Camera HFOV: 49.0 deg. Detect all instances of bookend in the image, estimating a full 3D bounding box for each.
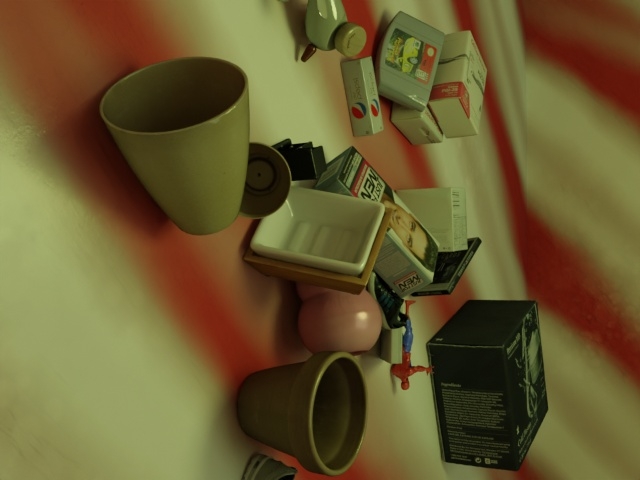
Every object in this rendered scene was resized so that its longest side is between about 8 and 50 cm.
[{"bbox_3d":[-0.045,-0.194,1.650,0.156,0.157,0.072,-37,120,-53],"label":"bookend"}]

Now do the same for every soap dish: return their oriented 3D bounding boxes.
[{"bbox_3d":[0.000,0.000,1.616,0.118,0.290,0.229,82,25,-50],"label":"soap dish"}]

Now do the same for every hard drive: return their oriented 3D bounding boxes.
[{"bbox_3d":[0.208,0.200,2.069,0.203,0.040,0.308,121,-30,-84],"label":"hard drive"}]

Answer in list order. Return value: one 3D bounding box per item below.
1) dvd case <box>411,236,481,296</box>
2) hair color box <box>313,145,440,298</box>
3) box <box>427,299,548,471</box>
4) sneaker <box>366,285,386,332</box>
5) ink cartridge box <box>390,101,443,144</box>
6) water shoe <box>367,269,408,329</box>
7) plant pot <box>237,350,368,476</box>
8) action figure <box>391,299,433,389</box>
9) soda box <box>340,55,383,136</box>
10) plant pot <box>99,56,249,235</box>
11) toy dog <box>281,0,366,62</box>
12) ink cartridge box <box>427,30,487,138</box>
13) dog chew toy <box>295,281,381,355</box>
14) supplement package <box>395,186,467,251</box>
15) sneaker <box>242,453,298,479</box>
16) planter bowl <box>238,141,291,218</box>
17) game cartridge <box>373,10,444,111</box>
[{"bbox_3d":[0.417,0.089,2.337,0.029,0.179,0.239,48,60,-21],"label":"dvd case"},{"bbox_3d":[0.149,-0.047,1.846,0.374,0.113,0.185,46,34,-17],"label":"hair color box"},{"bbox_3d":[0.638,0.517,2.625,0.480,0.297,0.472,-29,111,-56],"label":"box"},{"bbox_3d":[0.112,0.235,1.921,0.180,0.124,0.321,59,41,-37],"label":"sneaker"},{"bbox_3d":[0.333,-0.479,2.331,0.197,0.114,0.273,32,60,-54],"label":"ink cartridge box"},{"bbox_3d":[0.184,0.150,1.888,0.073,0.080,0.203,-70,145,-51],"label":"water shoe"},{"bbox_3d":[-0.049,0.368,1.545,0.263,0.229,0.263,5,84,-58],"label":"plant pot"},{"bbox_3d":[0.288,0.332,2.234,0.139,0.091,0.281,8,81,-48],"label":"action figure"},{"bbox_3d":[0.121,-0.413,2.021,0.074,0.069,0.216,-34,117,-54],"label":"soda box"},{"bbox_3d":[-0.235,-0.153,1.286,0.274,0.256,0.257,82,28,-42],"label":"plant pot"},{"bbox_3d":[-0.026,-0.564,1.704,0.161,0.220,0.334,-46,126,-10],"label":"toy dog"},{"bbox_3d":[0.451,-0.511,2.303,0.207,0.117,0.283,45,50,-49],"label":"ink cartridge box"},{"bbox_3d":[0.031,0.120,1.727,0.206,0.206,0.332,15,60,-58],"label":"dog chew toy"},{"bbox_3d":[0.363,-0.067,2.283,0.149,0.194,0.203,-5,93,-60],"label":"supplement package"},{"bbox_3d":[-0.131,0.602,1.507,0.105,0.115,0.281,49,49,-47],"label":"sneaker"},{"bbox_3d":[-0.138,-0.137,1.516,0.109,0.162,0.162,-78,158,-76],"label":"planter bowl"},{"bbox_3d":[0.269,-0.565,2.187,0.196,0.060,0.294,20,71,-12],"label":"game cartridge"}]
